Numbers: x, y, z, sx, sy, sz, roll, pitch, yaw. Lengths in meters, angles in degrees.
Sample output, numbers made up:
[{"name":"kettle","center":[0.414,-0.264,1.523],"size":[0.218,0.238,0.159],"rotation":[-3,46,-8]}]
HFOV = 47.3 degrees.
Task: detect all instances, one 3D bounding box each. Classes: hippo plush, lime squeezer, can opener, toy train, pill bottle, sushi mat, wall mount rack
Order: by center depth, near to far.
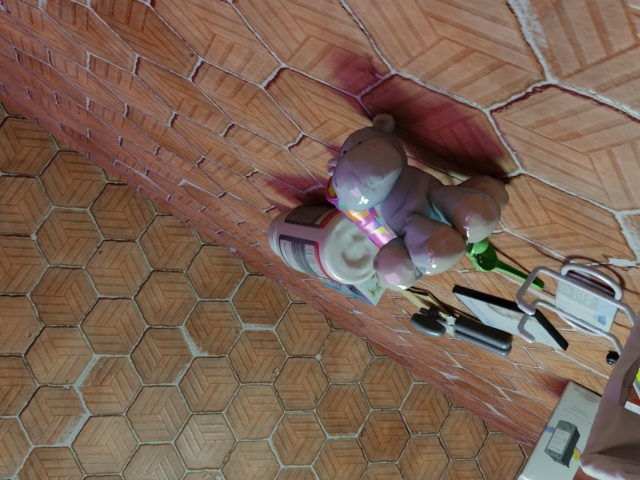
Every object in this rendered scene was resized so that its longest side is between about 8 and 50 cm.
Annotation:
[{"name":"hippo plush","center":[0.146,-0.094,1.178],"size":[0.236,0.234,0.294],"rotation":[52,-154,-11]},{"name":"wall mount rack","center":[0.518,0.182,1.366],"size":[0.304,0.130,0.350],"rotation":[29,168,25]},{"name":"lime squeezer","center":[0.326,0.021,1.396],"size":[0.110,0.059,0.310],"rotation":[20,162,42]},{"name":"toy train","center":[0.700,0.284,1.590],"size":[0.158,0.027,0.036],"rotation":[25,155,31]},{"name":"pill bottle","center":[0.000,0.000,1.798],"size":[0.176,0.176,0.318],"rotation":[39,165,-30]},{"name":"can opener","center":[0.389,0.257,2.027],"size":[0.280,0.093,0.074],"rotation":[17,146,24]},{"name":"sushi mat","center":[0.354,0.221,2.168],"size":[0.316,0.019,0.151],"rotation":[40,164,-35]}]

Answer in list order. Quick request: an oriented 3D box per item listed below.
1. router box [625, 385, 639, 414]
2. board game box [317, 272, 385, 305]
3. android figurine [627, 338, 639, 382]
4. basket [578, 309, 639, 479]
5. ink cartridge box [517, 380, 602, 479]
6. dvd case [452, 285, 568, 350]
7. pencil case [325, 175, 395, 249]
[{"name":"router box","center":[0.836,0.427,1.681],"size":[0.301,0.082,0.335],"rotation":[23,165,34]},{"name":"board game box","center":[0.033,0.051,2.104],"size":[0.224,0.097,0.303],"rotation":[20,163,44]},{"name":"android figurine","center":[0.706,0.265,1.432],"size":[0.248,0.056,0.273],"rotation":[34,167,-12]},{"name":"basket","center":[0.601,0.247,1.020],"size":[0.266,0.328,0.331],"rotation":[28,167,-3]},{"name":"ink cartridge box","center":[0.690,0.578,2.081],"size":[0.131,0.306,0.226],"rotation":[27,167,22]},{"name":"dvd case","center":[0.461,0.189,1.790],"size":[0.253,0.022,0.180],"rotation":[16,160,50]},{"name":"pencil case","center":[0.113,-0.060,1.504],"size":[0.236,0.104,0.104],"rotation":[39,166,-36]}]
